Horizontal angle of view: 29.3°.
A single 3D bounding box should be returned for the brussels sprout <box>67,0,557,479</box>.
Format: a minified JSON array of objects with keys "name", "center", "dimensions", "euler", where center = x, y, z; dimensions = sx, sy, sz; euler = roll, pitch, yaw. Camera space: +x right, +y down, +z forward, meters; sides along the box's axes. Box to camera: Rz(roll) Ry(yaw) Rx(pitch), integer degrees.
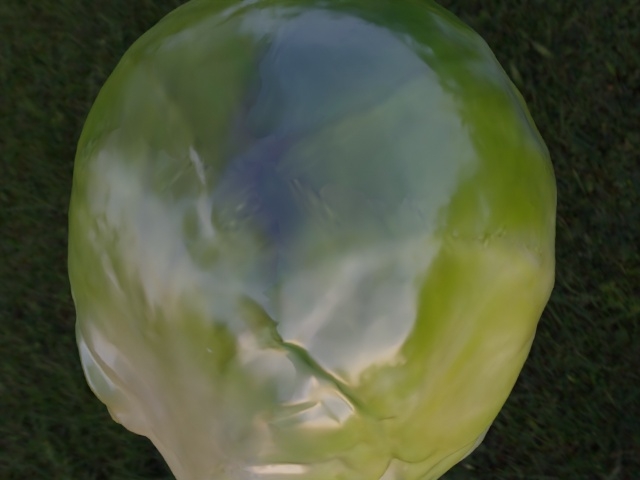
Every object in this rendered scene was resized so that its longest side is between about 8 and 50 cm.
[{"name":"brussels sprout","center":[0.000,0.000,0.766],"dimensions":[0.344,0.268,0.344],"euler":[8,104,35]}]
